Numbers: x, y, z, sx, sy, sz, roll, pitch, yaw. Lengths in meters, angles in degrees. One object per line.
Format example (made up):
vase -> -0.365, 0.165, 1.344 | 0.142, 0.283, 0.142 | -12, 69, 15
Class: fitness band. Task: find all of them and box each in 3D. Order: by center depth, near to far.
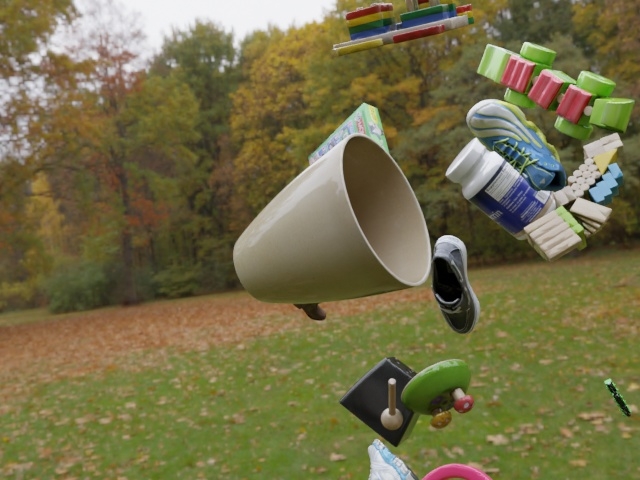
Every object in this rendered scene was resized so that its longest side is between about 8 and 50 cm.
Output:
fitness band -> 0.309, 0.597, 1.389 | 0.209, 0.291, 0.054 | -43, -35, 5

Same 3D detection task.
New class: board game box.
board game box -> 0.073, -0.108, 1.482 | 0.046, 0.317, 0.213 | 14, -37, -36

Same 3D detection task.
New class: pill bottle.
pill bottle -> 0.464, -0.136, 1.767 | 0.153, 0.264, 0.153 | -52, 2, 2

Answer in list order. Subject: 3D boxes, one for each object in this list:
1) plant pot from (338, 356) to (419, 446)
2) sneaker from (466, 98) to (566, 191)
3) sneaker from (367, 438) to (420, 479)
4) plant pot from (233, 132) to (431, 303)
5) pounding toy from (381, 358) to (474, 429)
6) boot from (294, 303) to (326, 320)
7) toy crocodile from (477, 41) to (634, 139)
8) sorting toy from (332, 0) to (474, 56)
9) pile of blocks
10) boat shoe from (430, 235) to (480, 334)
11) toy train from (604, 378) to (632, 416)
plant pot -> 0.189, 0.414, 1.833 | 0.188, 0.167, 0.187 | 34, 3, 19
sneaker -> 0.372, -0.165, 1.247 | 0.240, 0.126, 0.091 | 25, -61, -30
sneaker -> 0.107, 0.411, 1.203 | 0.083, 0.071, 0.190 | -41, 5, -10
plant pot -> 0.000, 0.000, 1.126 | 0.274, 0.256, 0.256 | -25, -11, 30
pounding toy -> 0.272, 0.386, 1.615 | 0.237, 0.110, 0.183 | -13, -43, -20
boot -> 0.005, 0.147, 1.627 | 0.106, 0.037, 0.114 | 30, -42, -30
toy crocodile -> 0.425, -0.282, 1.272 | 0.105, 0.115, 0.340 | -5, 36, -42
sorting toy -> 0.089, -0.248, 0.773 | 0.132, 0.046, 0.274 | -7, 17, 22
pile of blocks -> 0.635, -0.081, 1.634 | 0.149, 0.362, 0.112 | 31, -12, 36
boat shoe -> 0.335, 0.137, 1.738 | 0.108, 0.301, 0.102 | 5, 38, 26
toy train -> 0.536, 0.283, 1.234 | 0.017, 0.083, 0.024 | -31, 17, 17
